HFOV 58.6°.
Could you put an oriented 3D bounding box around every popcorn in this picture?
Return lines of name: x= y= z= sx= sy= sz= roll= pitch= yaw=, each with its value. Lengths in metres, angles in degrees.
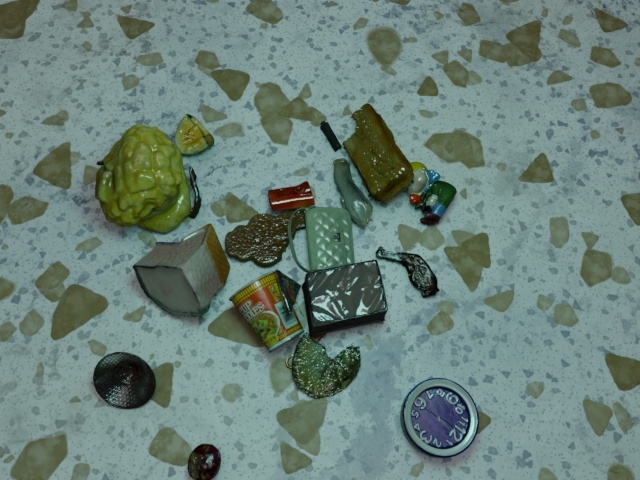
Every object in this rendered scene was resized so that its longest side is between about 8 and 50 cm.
popcorn: x=-0.560 y=-0.191 z=1.887 sx=0.381 sy=0.348 sz=0.349 roll=29 pitch=63 yaw=-32

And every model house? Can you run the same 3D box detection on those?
model house: x=-0.424 y=0.091 z=1.841 sx=0.236 sy=0.202 sz=0.237 roll=-2 pitch=35 yaw=35

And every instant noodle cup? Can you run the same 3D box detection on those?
instant noodle cup: x=-0.157 y=0.230 z=1.799 sx=0.193 sy=0.193 sz=0.212 roll=-30 pitch=81 yaw=-14

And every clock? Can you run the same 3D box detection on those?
clock: x=-0.105 y=-0.157 z=1.986 sx=0.154 sy=0.061 sz=0.113 roll=-11 pitch=31 yaw=-5
clock: x=0.359 y=0.541 z=1.738 sx=0.230 sy=0.083 sz=0.231 roll=2 pitch=67 yaw=-4

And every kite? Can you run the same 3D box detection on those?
kite: x=-0.092 y=0.161 z=1.800 sx=0.014 sy=0.241 sz=0.184 roll=-26 pitch=99 yaw=14

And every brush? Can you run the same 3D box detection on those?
brush: x=0.001 y=0.298 z=1.855 sx=0.090 sy=0.017 sz=0.314 roll=40 pitch=72 yaw=16

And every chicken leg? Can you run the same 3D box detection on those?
chicken leg: x=0.303 y=0.091 z=1.936 sx=0.253 sy=0.051 sz=0.106 roll=38 pitch=76 yaw=15

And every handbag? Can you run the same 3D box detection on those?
handbag: x=0.000 y=0.000 z=1.915 sx=0.219 sy=0.079 sz=0.256 roll=2 pitch=68 yaw=-19

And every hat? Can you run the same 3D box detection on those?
hat: x=-0.590 y=0.414 z=1.751 sx=0.192 sy=0.082 sz=0.193 roll=0 pitch=105 yaw=0

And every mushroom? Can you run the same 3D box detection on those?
mushroom: x=0.109 y=-0.174 z=2.010 sx=0.096 sy=0.099 sz=0.278 roll=-13 pitch=65 yaw=-28

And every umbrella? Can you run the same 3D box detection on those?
umbrella: x=0.037 y=-0.390 z=2.129 sx=0.036 sy=0.031 sz=0.133 roll=-23 pitch=70 yaw=-13

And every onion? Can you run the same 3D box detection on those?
onion: x=-0.336 y=0.648 z=1.658 sx=0.107 sy=0.097 sz=0.107 roll=-15 pitch=54 yaw=21

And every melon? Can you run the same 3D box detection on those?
melon: x=-0.463 y=-0.369 z=2.079 sx=0.128 sy=0.079 sz=0.160 roll=-37 pitch=74 yaw=5

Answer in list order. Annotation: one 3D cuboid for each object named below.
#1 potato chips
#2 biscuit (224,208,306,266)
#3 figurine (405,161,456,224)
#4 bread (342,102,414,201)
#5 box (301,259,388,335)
potato chips: x=0.019 y=0.390 z=1.789 sx=0.219 sy=0.029 sz=0.202 roll=0 pitch=83 yaw=-6
biscuit: x=-0.169 y=-0.017 z=1.959 sx=0.319 sy=0.047 sz=0.183 roll=-34 pitch=77 yaw=-15
figurine: x=0.348 y=-0.177 z=2.015 sx=0.234 sy=0.127 sz=0.185 roll=34 pitch=77 yaw=0
bread: x=0.188 y=-0.312 z=2.035 sx=0.185 sy=0.109 sz=0.381 roll=-37 pitch=54 yaw=21
box: x=0.075 y=0.183 z=1.815 sx=0.252 sy=0.153 sz=0.189 roll=-8 pitch=68 yaw=-4
